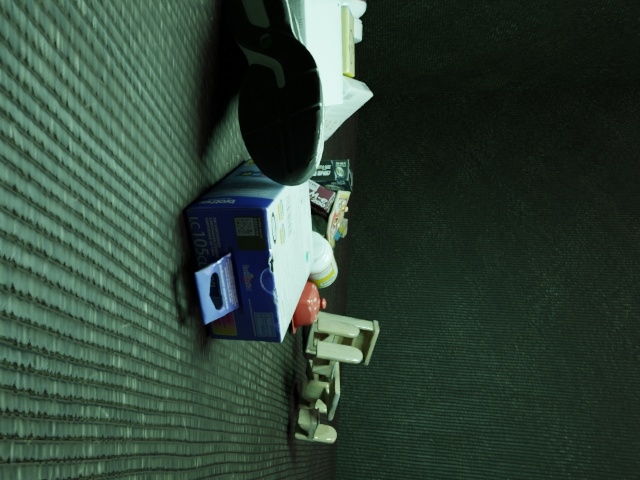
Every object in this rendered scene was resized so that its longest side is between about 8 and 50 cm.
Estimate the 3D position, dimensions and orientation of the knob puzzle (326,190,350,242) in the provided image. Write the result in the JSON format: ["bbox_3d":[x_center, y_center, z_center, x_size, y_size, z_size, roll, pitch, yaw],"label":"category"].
[{"bbox_3d":[0.066,-0.082,1.592,0.213,0.030,0.213,19,90,-78],"label":"knob puzzle"}]

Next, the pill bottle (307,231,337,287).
[{"bbox_3d":[-0.020,0.065,1.541,0.246,0.136,0.136,71,22,-64],"label":"pill bottle"}]

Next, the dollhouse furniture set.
[{"bbox_3d":[0.077,0.444,1.568,0.394,0.256,0.362,-89,-169,-65],"label":"dollhouse furniture set"}]

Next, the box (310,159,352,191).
[{"bbox_3d":[0.022,-0.234,1.629,0.147,0.180,0.078,49,42,-77],"label":"box"}]

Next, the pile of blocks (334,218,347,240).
[{"bbox_3d":[0.023,-0.084,1.925,0.362,0.112,0.149,55,54,-66],"label":"pile of blocks"}]

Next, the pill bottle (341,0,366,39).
[{"bbox_3d":[0.056,-0.938,1.620,0.224,0.224,0.392,-57,147,-72],"label":"pill bottle"}]

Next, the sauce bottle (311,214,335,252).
[{"bbox_3d":[0.000,0.000,1.746,0.344,0.111,0.111,65,27,-71],"label":"sauce bottle"}]

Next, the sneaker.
[{"bbox_3d":[-0.050,-0.296,0.918,0.257,0.169,0.448,31,45,-67],"label":"sneaker"}]

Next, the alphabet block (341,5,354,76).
[{"bbox_3d":[0.010,-0.649,1.477,0.192,0.193,0.197,-56,146,-70],"label":"alphabet block"}]

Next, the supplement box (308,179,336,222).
[{"bbox_3d":[-0.002,-0.135,1.608,0.073,0.130,0.239,-59,165,-7],"label":"supplement box"}]

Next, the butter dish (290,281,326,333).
[{"bbox_3d":[-0.040,0.212,1.499,0.160,0.118,0.160,-75,164,-57],"label":"butter dish"}]

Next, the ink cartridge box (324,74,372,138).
[{"bbox_3d":[0.043,-0.472,1.614,0.066,0.261,0.296,52,24,2],"label":"ink cartridge box"}]

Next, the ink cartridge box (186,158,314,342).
[{"bbox_3d":[-0.123,0.013,0.879,0.395,0.151,0.270,-71,159,-65],"label":"ink cartridge box"}]

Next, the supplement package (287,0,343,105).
[{"bbox_3d":[-0.047,-0.479,1.142,0.204,0.145,0.262,-36,128,-57],"label":"supplement package"}]
